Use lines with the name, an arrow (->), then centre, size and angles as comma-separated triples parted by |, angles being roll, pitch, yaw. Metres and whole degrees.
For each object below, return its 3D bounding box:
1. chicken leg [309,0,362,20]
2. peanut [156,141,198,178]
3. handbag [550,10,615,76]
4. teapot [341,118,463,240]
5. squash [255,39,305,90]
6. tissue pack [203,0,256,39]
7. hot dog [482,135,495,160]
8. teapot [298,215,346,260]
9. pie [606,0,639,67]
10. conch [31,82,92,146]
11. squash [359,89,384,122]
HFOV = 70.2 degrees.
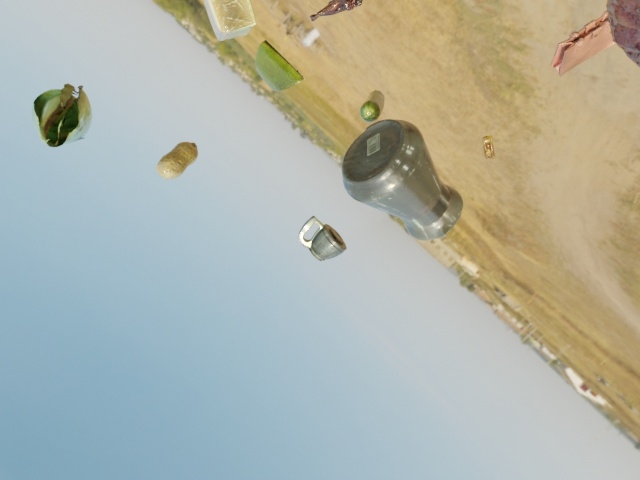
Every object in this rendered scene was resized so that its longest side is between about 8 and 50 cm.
chicken leg -> 0.064, -0.868, 1.688 | 0.089, 0.219, 0.048 | -53, -48, -43
peanut -> -0.513, -0.291, 1.653 | 0.090, 0.099, 0.214 | 28, -134, 3
handbag -> 0.846, -0.629, 1.439 | 0.059, 0.212, 0.157 | 61, -171, 20
teapot -> 0.236, -0.175, 1.328 | 0.344, 0.253, 0.300 | 36, -157, -39
squash -> -0.129, -0.552, 1.581 | 0.252, 0.093, 0.169 | 51, 180, 27
tissue pack -> -0.282, -0.714, 1.395 | 0.234, 0.125, 0.159 | -131, 23, -68
hot dog -> 0.498, -0.267, 1.347 | 0.090, 0.030, 0.034 | 61, -152, -42
teapot -> 0.005, 0.008, 1.478 | 0.149, 0.108, 0.111 | 36, -161, -43
pie -> 0.443, -0.250, 0.537 | 0.219, 0.054, 0.204 | 45, -171, 20
conch -> -0.636, -0.312, 1.129 | 0.250, 0.143, 0.137 | 19, 132, 58
squash -> 0.163, -0.415, 1.404 | 0.066, 0.066, 0.229 | 41, -149, -11
